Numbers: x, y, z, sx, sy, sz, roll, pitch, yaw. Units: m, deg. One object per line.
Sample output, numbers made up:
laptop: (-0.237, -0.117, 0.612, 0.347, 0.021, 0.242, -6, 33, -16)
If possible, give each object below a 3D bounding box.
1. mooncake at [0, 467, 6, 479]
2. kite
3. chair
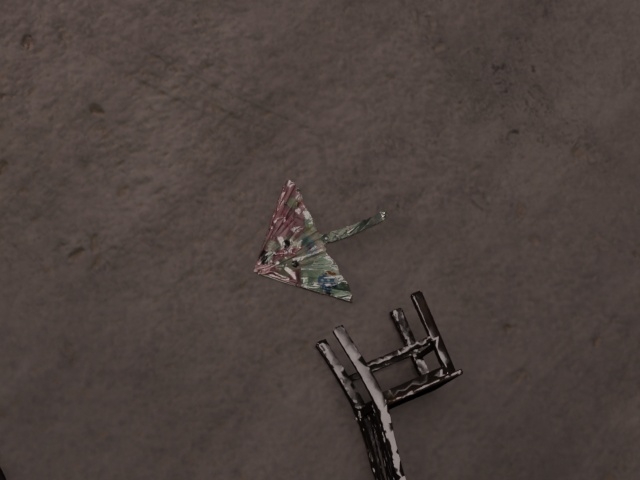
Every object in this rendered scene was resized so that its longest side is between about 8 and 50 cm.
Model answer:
mooncake: (-0.376, 0.297, 1.356, 0.306, 0.154, 0.306, 6, 69, -15)
kite: (0.000, 0.000, 1.637, 0.156, 0.011, 0.139, -22, 83, -21)
chair: (0.088, 0.169, 1.573, 0.101, 0.084, 0.213, -22, 81, -18)
